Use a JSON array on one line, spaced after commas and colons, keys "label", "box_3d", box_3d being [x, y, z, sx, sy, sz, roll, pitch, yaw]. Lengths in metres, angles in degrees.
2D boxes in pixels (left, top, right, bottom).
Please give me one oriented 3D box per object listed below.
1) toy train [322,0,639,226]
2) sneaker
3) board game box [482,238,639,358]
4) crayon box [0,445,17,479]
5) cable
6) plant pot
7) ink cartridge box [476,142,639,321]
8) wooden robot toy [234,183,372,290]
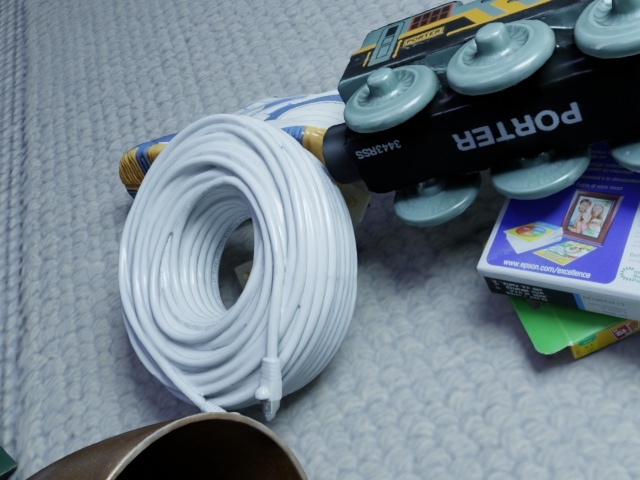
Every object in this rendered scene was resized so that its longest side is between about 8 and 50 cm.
[{"label": "toy train", "box_3d": [0.159, -0.130, 0.535, 0.333, 0.142, 0.190, -13, 38, 31]}, {"label": "sneaker", "box_3d": [-0.086, -0.096, 0.776, 0.296, 0.112, 0.131, -3, 39, 25]}, {"label": "board game box", "box_3d": [0.269, -0.006, 0.543, 0.259, 0.039, 0.124, -25, 48, 8]}, {"label": "crayon box", "box_3d": [-0.494, 0.267, 0.663, 0.323, 0.083, 0.203, -43, 89, -6]}, {"label": "cable", "box_3d": [-0.080, 0.020, 0.620, 0.257, 0.089, 0.257, 20, 95, 41]}, {"label": "plant pot", "box_3d": [-0.152, 0.239, 0.508, 0.230, 0.215, 0.216, -13, 51, 40]}, {"label": "ink cartridge box", "box_3d": [0.252, -0.037, 0.522, 0.206, 0.045, 0.208, 10, 63, 37]}, {"label": "wooden robot toy", "box_3d": [0.000, 0.000, 0.677, 0.173, 0.079, 0.076, -42, 77, 28]}]
